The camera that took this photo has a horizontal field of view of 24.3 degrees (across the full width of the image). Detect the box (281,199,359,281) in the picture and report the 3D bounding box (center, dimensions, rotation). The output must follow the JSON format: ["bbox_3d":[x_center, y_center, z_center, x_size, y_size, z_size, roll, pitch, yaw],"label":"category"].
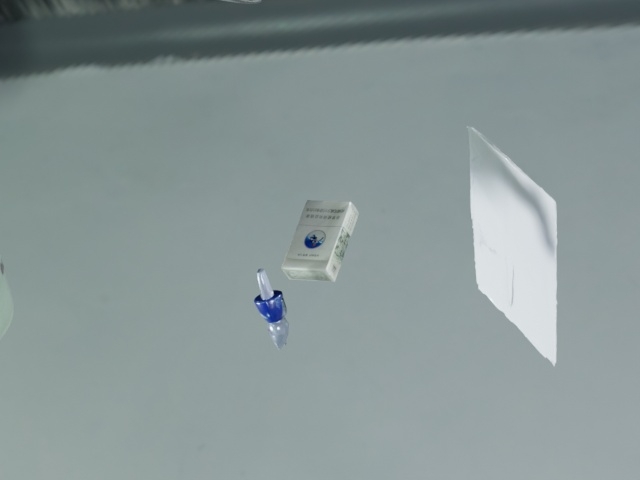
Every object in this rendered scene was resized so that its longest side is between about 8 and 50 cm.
[{"bbox_3d":[0.000,0.000,1.474,0.054,0.024,0.083,4,58,28],"label":"box"}]

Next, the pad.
[{"bbox_3d":[0.198,0.007,1.521,0.004,0.232,0.156,-25,44,-18],"label":"pad"}]

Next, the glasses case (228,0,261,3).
[{"bbox_3d":[-0.183,-0.209,1.001,0.299,0.114,0.060,12,89,27],"label":"glasses case"}]

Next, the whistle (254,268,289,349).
[{"bbox_3d":[-0.048,0.067,1.446,0.029,0.083,0.033,-14,19,11],"label":"whistle"}]

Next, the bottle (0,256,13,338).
[{"bbox_3d":[-0.461,-0.042,1.508,0.229,0.352,0.229,-7,34,5],"label":"bottle"}]
